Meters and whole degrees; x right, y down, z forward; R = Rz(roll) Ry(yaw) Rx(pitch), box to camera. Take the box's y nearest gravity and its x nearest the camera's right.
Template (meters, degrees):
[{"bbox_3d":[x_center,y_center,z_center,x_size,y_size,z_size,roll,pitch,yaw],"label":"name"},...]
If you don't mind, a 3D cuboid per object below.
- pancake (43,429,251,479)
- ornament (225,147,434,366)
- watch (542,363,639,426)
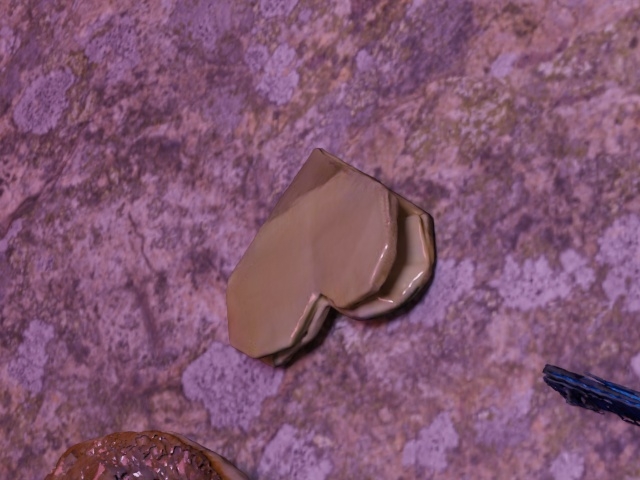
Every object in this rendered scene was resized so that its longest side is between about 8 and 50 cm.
[{"bbox_3d":[-0.157,0.343,1.593,0.387,0.082,0.387,-14,67,36],"label":"pancake"},{"bbox_3d":[0.000,0.000,1.607,0.201,0.059,0.180,-28,52,35],"label":"ornament"},{"bbox_3d":[0.212,0.242,1.293,0.274,0.068,0.276,14,84,46],"label":"watch"}]
